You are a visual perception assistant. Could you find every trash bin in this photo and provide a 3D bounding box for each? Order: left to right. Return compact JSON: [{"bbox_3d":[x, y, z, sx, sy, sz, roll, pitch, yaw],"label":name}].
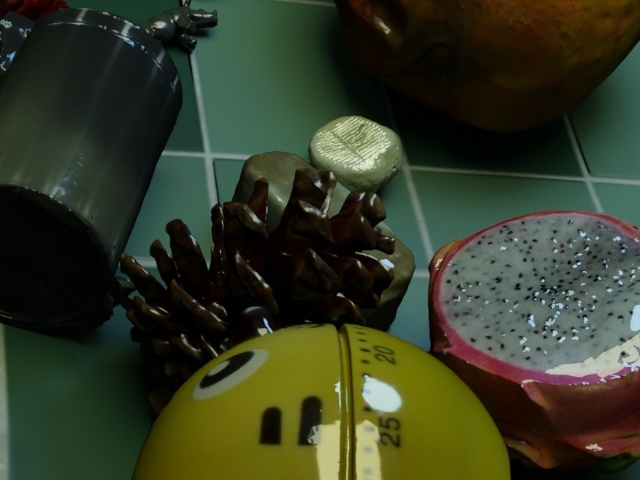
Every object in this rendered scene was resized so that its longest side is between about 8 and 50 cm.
[{"bbox_3d":[-0.280,-0.081,1.670,0.252,0.203,0.301,35,41,-20],"label":"trash bin"}]

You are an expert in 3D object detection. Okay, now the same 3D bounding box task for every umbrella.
[{"bbox_3d":[0.229,0.223,1.659,0.036,0.031,0.133,-5,24,44],"label":"umbrella"}]

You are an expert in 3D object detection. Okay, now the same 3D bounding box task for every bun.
[{"bbox_3d":[0.042,-0.096,1.887,0.115,0.069,0.115,-6,43,5],"label":"bun"}]

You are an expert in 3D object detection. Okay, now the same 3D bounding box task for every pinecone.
[{"bbox_3d":[-0.061,0.050,1.566,0.244,0.244,0.309,40,75,21],"label":"pinecone"}]

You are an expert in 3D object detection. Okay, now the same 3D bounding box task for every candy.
[{"bbox_3d":[0.000,0.000,1.750,0.102,0.104,0.234,-24,58,-34],"label":"candy"}]

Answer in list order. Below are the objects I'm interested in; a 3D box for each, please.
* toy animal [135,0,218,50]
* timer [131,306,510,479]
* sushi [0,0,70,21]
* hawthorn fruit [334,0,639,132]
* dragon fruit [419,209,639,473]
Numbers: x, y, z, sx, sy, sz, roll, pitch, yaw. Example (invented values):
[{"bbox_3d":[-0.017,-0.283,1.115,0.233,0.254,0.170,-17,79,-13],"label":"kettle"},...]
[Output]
[{"bbox_3d":[-0.183,-0.272,2.004,0.135,0.047,0.065,-31,54,-32],"label":"toy animal"},{"bbox_3d":[-0.040,0.231,1.339,0.386,0.376,0.376,5,45,-2],"label":"timer"},{"bbox_3d":[-0.403,-0.241,1.851,0.225,0.126,0.136,21,42,-5],"label":"sushi"},{"bbox_3d":[0.217,-0.368,1.966,0.471,0.472,0.472,9,44,-9],"label":"hawthorn fruit"},{"bbox_3d":[0.246,0.122,1.629,0.290,0.189,0.291,-7,38,5],"label":"dragon fruit"}]
